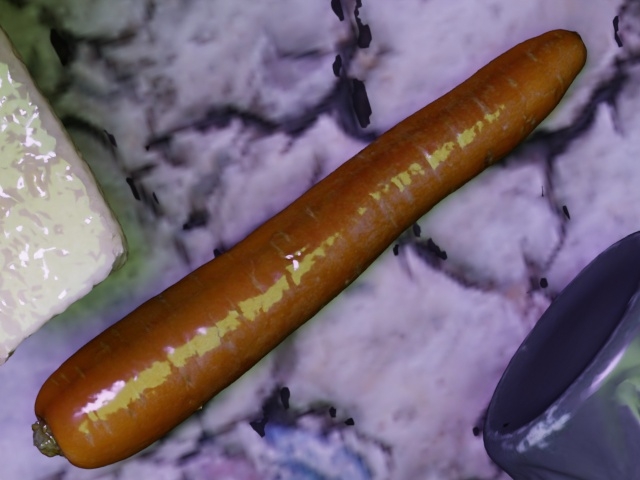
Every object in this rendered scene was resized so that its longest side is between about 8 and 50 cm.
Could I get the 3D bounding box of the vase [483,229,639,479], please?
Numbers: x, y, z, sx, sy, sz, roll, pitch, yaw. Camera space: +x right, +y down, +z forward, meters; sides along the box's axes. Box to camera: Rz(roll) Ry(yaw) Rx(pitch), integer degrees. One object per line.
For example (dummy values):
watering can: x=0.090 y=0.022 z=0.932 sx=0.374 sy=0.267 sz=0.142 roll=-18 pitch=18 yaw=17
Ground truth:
vase: x=0.213 y=0.113 z=0.658 sx=0.301 sy=0.156 sz=0.251 roll=36 pitch=94 yaw=-8

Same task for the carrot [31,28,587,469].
carrot: x=0.000 y=0.000 z=0.645 sx=0.248 sy=0.043 sz=0.043 roll=-37 pitch=102 yaw=-9

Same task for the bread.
bread: x=-0.134 y=-0.057 z=0.563 sx=0.068 sy=0.125 sz=0.188 roll=-32 pitch=102 yaw=-9
